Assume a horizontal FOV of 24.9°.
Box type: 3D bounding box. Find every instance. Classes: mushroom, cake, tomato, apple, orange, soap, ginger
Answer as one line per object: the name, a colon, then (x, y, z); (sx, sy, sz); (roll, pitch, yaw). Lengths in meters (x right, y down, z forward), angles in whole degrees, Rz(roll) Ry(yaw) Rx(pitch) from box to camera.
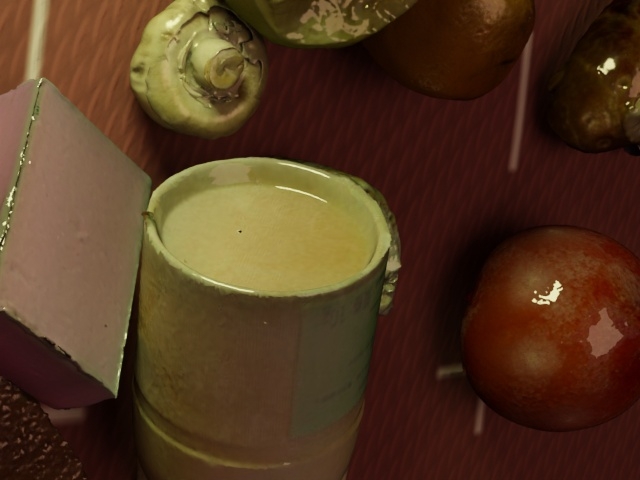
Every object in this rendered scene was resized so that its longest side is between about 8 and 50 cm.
mushroom: (-0.118, -0.179, 1.469); (0.154, 0.122, 0.154); (-4, 97, -32)
cake: (-0.323, 0.158, 1.368); (0.113, 0.116, 0.295); (-34, 119, -25)
tomato: (0.312, 0.110, 1.827); (0.265, 0.265, 0.265); (-11, 107, -39)
apple: (0.002, -0.329, 1.425); (0.279, 0.279, 0.279); (-11, 107, -39)
orange: (0.136, -0.283, 1.601); (0.183, 0.249, 0.249); (16, 89, -19)
soap: (-0.250, 0.003, 1.341); (0.181, 0.081, 0.259); (45, 37, -42)
ginger: (0.480, -0.259, 1.901); (0.418, 0.254, 0.176); (-41, 130, -20)

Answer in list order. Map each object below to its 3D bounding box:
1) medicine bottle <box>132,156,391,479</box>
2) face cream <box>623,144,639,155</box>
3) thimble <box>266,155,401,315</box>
medicine bottle: (-0.071, 0.145, 1.455); (0.235, 0.235, 0.406); (-22, 134, -36)
face cream: (0.521, -0.195, 2.050); (0.273, 0.078, 0.078); (-37, 122, -29)
thimble: (0.000, 0.000, 1.595); (0.137, 0.143, 0.190); (-50, 127, -22)
